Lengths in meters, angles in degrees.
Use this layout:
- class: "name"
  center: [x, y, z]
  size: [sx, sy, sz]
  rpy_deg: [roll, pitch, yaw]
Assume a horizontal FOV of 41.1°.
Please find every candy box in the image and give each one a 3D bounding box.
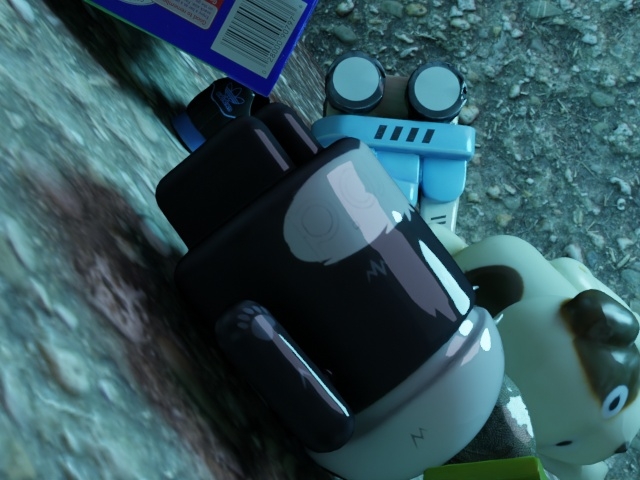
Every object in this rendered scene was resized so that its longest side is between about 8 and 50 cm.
- class: "candy box"
  center: [-0.151, -0.298, 0.897]
  size: [0.268, 0.122, 0.317]
  rpy_deg: [26, 20, -16]

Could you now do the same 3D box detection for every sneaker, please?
- class: "sneaker"
  center: [-0.085, -0.135, 0.955]
  size: [0.081, 0.090, 0.232]
  rpy_deg: [54, 11, 0]

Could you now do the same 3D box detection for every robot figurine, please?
- class: "robot figurine"
  center: [0.006, 0.042, 0.611]
  size: [0.278, 0.209, 0.173]
  rpy_deg: [53, -26, -4]

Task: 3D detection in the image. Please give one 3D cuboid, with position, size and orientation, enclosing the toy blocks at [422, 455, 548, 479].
- class: "toy blocks"
  center: [0.134, 0.307, 0.329]
  size: [0.261, 0.190, 0.381]
  rpy_deg: [-73, 144, -51]

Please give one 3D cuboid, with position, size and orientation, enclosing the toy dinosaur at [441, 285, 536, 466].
- class: "toy dinosaur"
  center: [0.109, 0.151, 0.720]
  size: [0.121, 0.160, 0.313]
  rpy_deg: [47, 12, -31]

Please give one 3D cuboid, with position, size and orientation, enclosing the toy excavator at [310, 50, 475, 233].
- class: "toy excavator"
  center: [0.188, -0.078, 1.544]
  size: [0.222, 0.433, 0.445]
  rpy_deg: [108, -12, -82]

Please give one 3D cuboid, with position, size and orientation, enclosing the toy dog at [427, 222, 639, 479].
- class: "toy dog"
  center: [0.297, 0.136, 1.127]
  size: [0.395, 0.284, 0.408]
  rpy_deg: [58, 8, -8]
